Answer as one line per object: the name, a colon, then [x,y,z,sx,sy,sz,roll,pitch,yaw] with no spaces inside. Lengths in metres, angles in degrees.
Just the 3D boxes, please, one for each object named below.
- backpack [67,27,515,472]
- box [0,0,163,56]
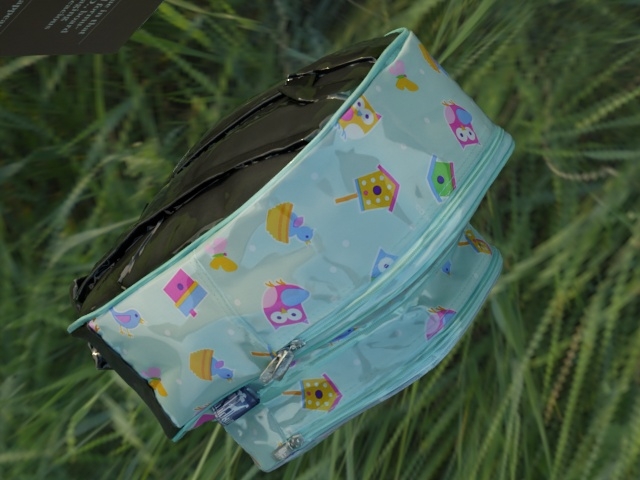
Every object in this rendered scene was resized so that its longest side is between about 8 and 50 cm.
backpack: [0.000,0.000,0.855,0.144,0.166,0.188,43,129,-3]
box: [-0.156,-0.205,0.956,0.167,0.203,0.168,-43,75,27]
